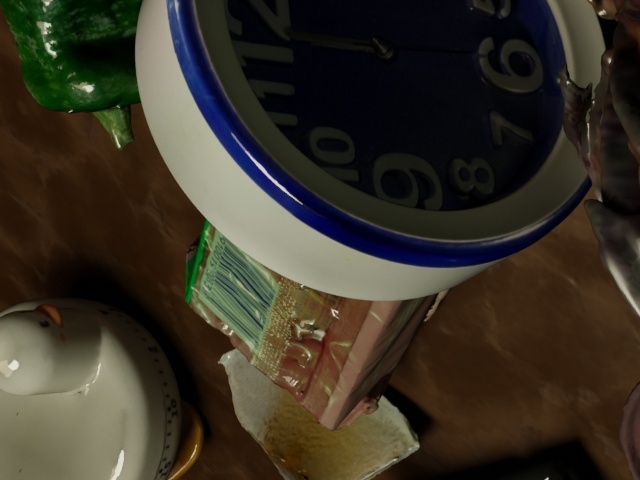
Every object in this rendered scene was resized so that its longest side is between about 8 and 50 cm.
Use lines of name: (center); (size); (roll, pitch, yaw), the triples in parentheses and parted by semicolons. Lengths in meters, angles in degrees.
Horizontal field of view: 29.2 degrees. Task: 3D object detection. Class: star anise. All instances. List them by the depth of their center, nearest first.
star anise: (0.149, -0.093, 0.481); (0.129, 0.212, 0.283); (-10, 79, 17)

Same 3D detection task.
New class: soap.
soap: (-0.002, 0.001, 0.834); (0.218, 0.098, 0.273); (38, 144, 13)

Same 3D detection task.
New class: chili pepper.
chili pepper: (-0.173, -0.188, 0.831); (0.136, 0.099, 0.270); (3, 122, 35)

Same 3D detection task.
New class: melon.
melon: (-0.005, 0.168, 1.015); (0.202, 0.093, 0.139); (26, 148, 36)

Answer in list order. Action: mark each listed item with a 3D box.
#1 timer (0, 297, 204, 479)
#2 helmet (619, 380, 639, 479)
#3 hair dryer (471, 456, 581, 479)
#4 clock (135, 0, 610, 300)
timer: (-0.251, 0.164, 1.141); (0.233, 0.240, 0.234); (-1, 87, 25)
helmet: (0.316, 0.130, 0.533); (0.338, 0.197, 0.271); (48, 154, 9)
hair dryer: (0.037, 0.224, 0.880); (0.244, 0.302, 0.116); (-38, 51, 55)
clock: (0.029, -0.088, 0.598); (0.230, 0.230, 0.083); (48, 150, -1)
